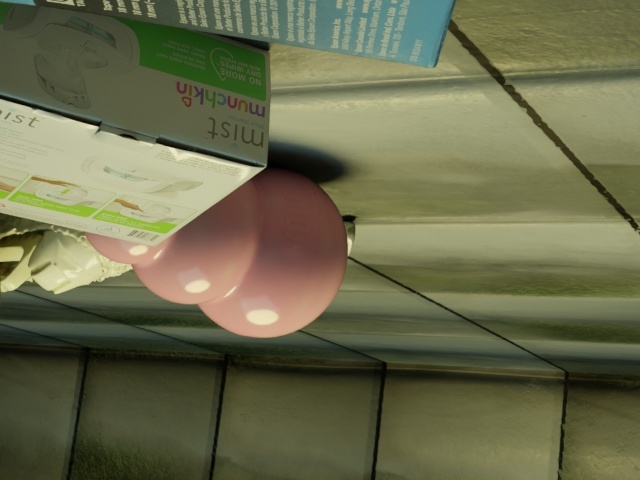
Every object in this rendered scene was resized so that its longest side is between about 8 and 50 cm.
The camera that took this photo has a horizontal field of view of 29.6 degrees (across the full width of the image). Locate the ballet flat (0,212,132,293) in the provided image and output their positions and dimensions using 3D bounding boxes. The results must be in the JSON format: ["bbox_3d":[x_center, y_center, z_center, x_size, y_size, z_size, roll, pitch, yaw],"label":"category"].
[{"bbox_3d":[-0.397,0.022,1.759,0.409,0.147,0.147,-4,164,42],"label":"ballet flat"}]

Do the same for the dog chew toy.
[{"bbox_3d":[-0.129,-0.010,1.400,0.332,0.206,0.207,21,161,-36],"label":"dog chew toy"}]

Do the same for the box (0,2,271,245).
[{"bbox_3d":[-0.213,-0.105,1.083,0.262,0.126,0.231,14,154,-29],"label":"box"}]

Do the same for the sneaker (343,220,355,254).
[{"bbox_3d":[0.000,0.000,1.715,0.061,0.053,0.152,15,166,-24],"label":"sneaker"}]

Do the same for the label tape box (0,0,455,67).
[{"bbox_3d":[-0.079,-0.206,0.681,0.334,0.105,0.240,9,168,0],"label":"label tape box"}]
